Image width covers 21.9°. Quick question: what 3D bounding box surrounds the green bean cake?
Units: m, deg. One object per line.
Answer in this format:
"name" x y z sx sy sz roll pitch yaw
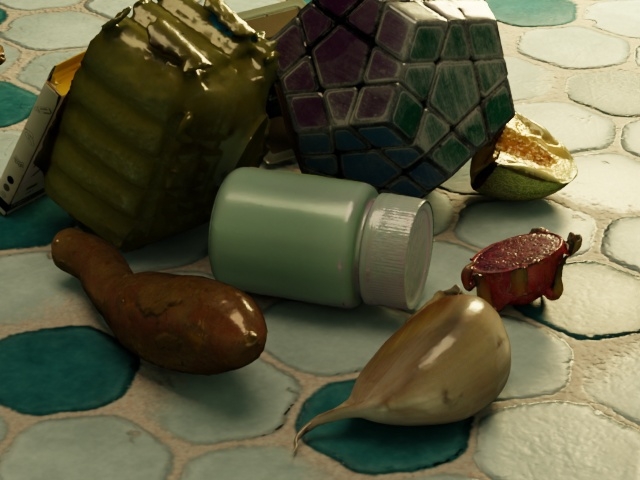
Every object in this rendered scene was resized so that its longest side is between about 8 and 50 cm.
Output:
"green bean cake" -0.148 -0.145 1.918 0.202 0.310 0.285 40 44 12

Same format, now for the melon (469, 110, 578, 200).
"melon" 0.248 -0.085 2.034 0.128 0.079 0.160 23 30 1

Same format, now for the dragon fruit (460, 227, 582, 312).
"dragon fruit" 0.221 0.038 1.815 0.126 0.068 0.112 -26 19 -17

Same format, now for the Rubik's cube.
"Rubik's cube" 0.081 -0.193 1.993 0.319 0.319 0.264 6 59 12

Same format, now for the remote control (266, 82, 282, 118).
"remote control" -0.074 -0.180 2.133 0.222 0.042 0.072 4 -14 -13

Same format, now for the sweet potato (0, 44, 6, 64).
"sweet potato" -0.538 -0.215 2.222 0.131 0.131 0.336 18 35 30

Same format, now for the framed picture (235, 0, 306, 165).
"framed picture" -0.048 -0.217 2.245 0.232 0.019 0.296 -17 51 -28

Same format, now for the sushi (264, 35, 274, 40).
"sushi" -0.021 -0.238 2.198 0.210 0.040 0.192 -17 23 -27

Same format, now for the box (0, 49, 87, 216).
"box" -0.306 -0.135 1.967 0.033 0.247 0.129 45 44 11

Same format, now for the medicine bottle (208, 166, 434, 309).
"medicine bottle" 0.000 0.000 1.801 0.225 0.139 0.139 8 30 17

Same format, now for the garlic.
"garlic" 0.096 0.133 1.615 0.128 0.148 0.266 51 41 10

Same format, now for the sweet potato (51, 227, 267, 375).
"sweet potato" -0.174 0.071 1.720 0.109 0.109 0.385 -21 23 -33
